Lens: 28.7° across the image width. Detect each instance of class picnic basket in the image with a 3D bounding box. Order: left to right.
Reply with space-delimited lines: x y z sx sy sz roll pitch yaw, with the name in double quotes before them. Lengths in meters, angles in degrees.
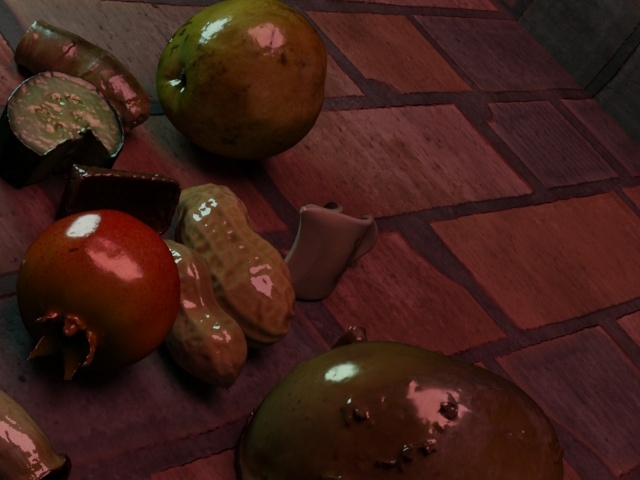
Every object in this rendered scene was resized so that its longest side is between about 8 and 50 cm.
"picnic basket" -0.313 -0.062 1.935 0.193 0.110 0.055 6 23 -41

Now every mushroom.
"mushroom" -0.431 0.198 1.498 0.312 0.081 0.100 39 25 6

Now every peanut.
"peanut" -0.188 0.097 1.823 0.111 0.125 0.274 -10 53 -41
"peanut" -0.138 0.027 1.956 0.153 0.140 0.325 -4 47 -30

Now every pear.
"pear" -0.144 -0.284 2.232 0.304 0.304 0.304 26 33 -18

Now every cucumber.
"cucumber" -0.416 -0.166 1.950 0.191 0.130 0.191 21 37 -17

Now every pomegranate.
"pomegranate" -0.300 0.077 1.670 0.221 0.221 0.257 31 39 -10

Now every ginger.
"ginger" -0.401 -0.280 2.135 0.263 0.116 0.109 33 -9 2

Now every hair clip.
"hair clip" 0.014 0.011 2.125 0.113 0.172 0.282 31 19 7

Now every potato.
"potato" 0.144 0.287 1.737 0.442 0.319 0.385 16 38 -34
